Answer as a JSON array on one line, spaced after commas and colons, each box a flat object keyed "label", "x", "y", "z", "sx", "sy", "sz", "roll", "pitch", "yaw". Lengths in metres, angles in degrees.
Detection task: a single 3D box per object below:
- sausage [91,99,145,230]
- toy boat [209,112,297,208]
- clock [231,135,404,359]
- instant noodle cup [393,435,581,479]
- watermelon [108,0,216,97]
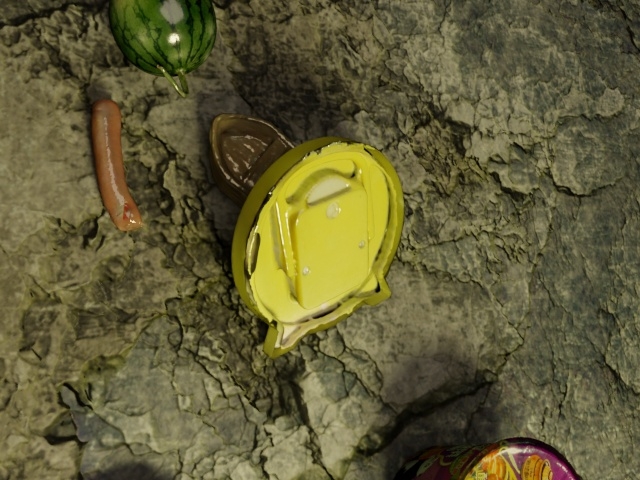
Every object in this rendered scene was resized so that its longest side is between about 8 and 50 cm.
[{"label": "sausage", "x": -0.270, "y": -0.099, "z": 0.809, "sx": 0.047, "sy": 0.040, "sz": 0.177, "roll": -7, "pitch": 82, "yaw": -35}, {"label": "toy boat", "x": -0.090, "y": -0.102, "z": 0.890, "sx": 0.188, "sy": 0.061, "sz": 0.116, "roll": 43, "pitch": 64, "yaw": -12}, {"label": "clock", "x": -0.003, "y": -0.003, "z": 0.853, "sx": 0.277, "sy": 0.071, "sz": 0.294, "roll": -18, "pitch": 123, "yaw": -35}, {"label": "instant noodle cup", "x": 0.219, "y": 0.396, "z": 0.857, "sx": 0.251, "sy": 0.190, "sz": 0.251, "roll": 6, "pitch": 75, "yaw": -25}, {"label": "watermelon", "x": -0.206, "y": -0.276, "z": 0.829, "sx": 0.140, "sy": 0.140, "sz": 0.187, "roll": -12, "pitch": 87, "yaw": -29}]
